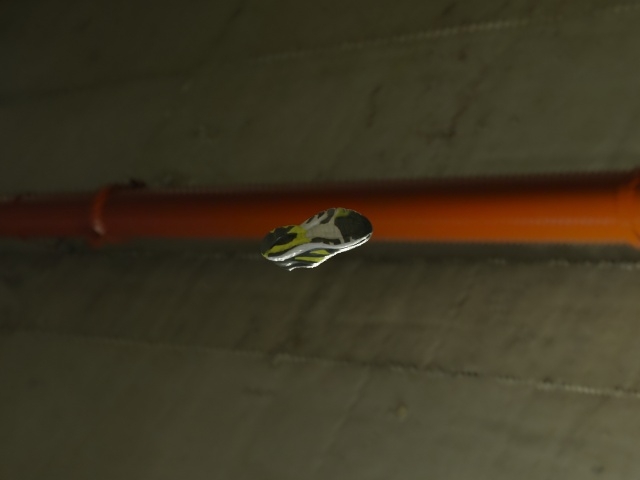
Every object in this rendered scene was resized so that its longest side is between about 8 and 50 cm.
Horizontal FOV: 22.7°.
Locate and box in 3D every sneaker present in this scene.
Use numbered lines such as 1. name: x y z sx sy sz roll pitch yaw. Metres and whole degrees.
1. sneaker: 0.000 0.000 1.150 0.083 0.035 0.031 -11 -118 17
